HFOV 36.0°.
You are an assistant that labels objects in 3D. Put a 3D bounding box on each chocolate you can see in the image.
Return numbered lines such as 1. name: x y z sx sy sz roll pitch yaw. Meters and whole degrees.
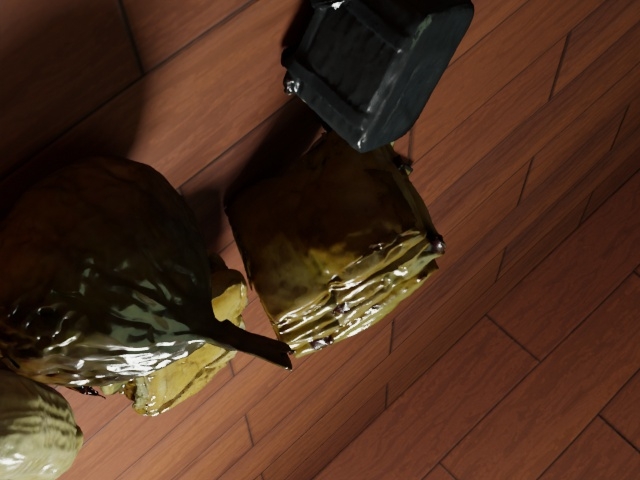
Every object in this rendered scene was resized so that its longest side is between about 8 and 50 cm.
1. chocolate: -0.371 0.193 1.416 0.028 0.086 0.182 -64 162 -18

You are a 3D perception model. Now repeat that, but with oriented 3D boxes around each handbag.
1. handbag: 0.072 -0.265 1.309 0.181 0.181 0.254 -27 153 -44

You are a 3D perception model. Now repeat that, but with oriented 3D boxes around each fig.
1. fig: -0.199 0.074 1.119 0.286 0.368 0.286 -48 153 -35

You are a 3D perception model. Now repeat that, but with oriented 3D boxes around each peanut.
1. peanut: -0.420 0.262 1.353 0.152 0.152 0.313 -45 165 -6

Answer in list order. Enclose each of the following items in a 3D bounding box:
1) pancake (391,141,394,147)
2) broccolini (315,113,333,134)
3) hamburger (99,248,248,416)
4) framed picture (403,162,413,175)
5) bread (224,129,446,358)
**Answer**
1. pancake: 0.048 -0.106 1.696 0.197 0.054 0.377 -11 140 -54
2. broccolini: 0.097 -0.262 1.550 0.271 0.062 0.123 -48 169 -7
3. hamburger: -0.231 0.142 1.503 0.259 0.144 0.283 -36 152 -37
4. framed picture: 0.041 -0.063 1.833 0.255 0.014 0.338 -51 159 10
5. bread: 0.000 0.000 1.481 0.324 0.278 0.167 -37 159 26
